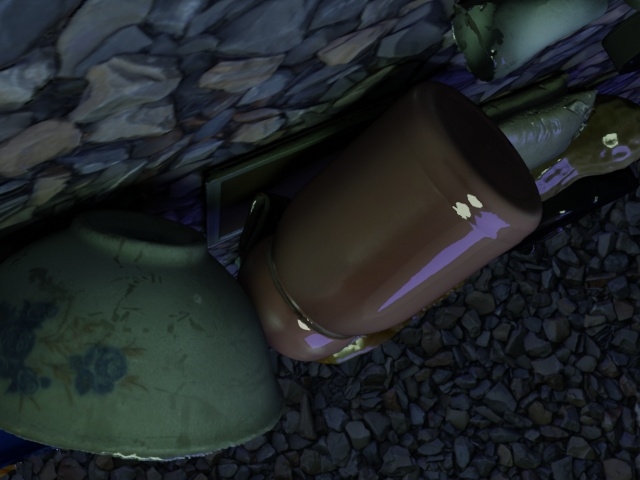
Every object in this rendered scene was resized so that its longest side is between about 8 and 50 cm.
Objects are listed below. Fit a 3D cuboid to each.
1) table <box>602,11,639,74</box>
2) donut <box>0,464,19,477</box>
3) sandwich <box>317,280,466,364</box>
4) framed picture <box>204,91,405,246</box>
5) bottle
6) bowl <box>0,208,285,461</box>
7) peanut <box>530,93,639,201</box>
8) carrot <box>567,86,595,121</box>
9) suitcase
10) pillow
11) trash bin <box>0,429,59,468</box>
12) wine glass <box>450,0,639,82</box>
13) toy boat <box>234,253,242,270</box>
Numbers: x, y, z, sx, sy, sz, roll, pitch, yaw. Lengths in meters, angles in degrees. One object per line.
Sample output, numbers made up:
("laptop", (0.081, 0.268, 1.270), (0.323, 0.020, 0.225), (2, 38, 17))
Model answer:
("table", (0.412, -0.253, 1.040), (0.134, 0.043, 0.133), (-25, 171, -4))
("donut", (-0.400, 0.218, 1.214), (0.435, 0.163, 0.377), (-20, 169, -22))
("sandwich", (0.039, 0.067, 1.293), (0.271, 0.099, 0.301), (-35, -158, -19))
("framed picture", (-0.026, -0.072, 0.966), (0.231, 0.018, 0.293), (-23, 172, -12))
("bottle", (0.046, -0.015, 0.852), (0.297, 0.206, 0.173), (-41, 152, 30))
("bowl", (-0.170, 0.055, 0.765), (0.314, 0.146, 0.313), (12, -167, -3))
("peanut", (0.366, -0.141, 1.352), (0.298, 0.136, 0.120), (-24, 134, 29))
("carrot", (0.289, -0.156, 1.229), (0.229, 0.068, 0.069), (-24, 172, -15))
("suitcase", (0.400, -0.079, 1.619), (0.345, 0.188, 0.339), (-14, 167, -47))
("pillow", (0.259, -0.135, 1.126), (0.182, 0.077, 0.134), (-21, 148, -17))
("trash bin", (-0.387, 0.189, 0.846), (0.235, 0.183, 0.162), (-16, 179, 27))
("wine glass", (0.189, -0.189, 0.694), (0.156, 0.072, 0.072), (-24, 172, -4))
("toy boat", (-0.069, 0.019, 1.309), (0.140, 0.059, 0.066), (-24, -159, -28))
